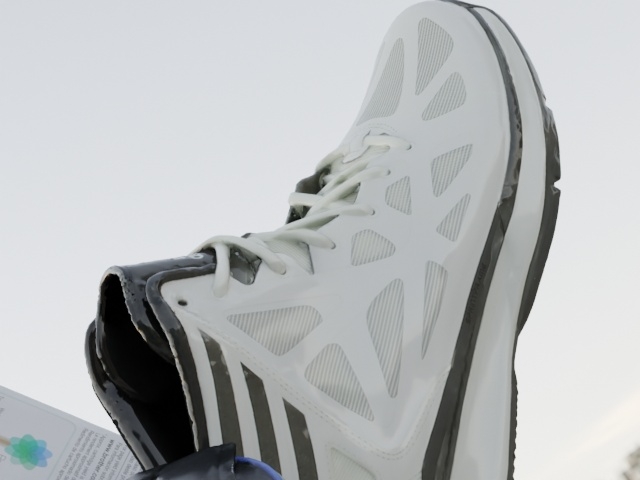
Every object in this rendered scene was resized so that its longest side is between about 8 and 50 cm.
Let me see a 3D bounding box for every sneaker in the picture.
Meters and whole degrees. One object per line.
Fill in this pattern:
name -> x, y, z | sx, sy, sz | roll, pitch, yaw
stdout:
sneaker -> 0.001, 0.000, 1.122 | 0.257, 0.448, 0.169 | 21, -32, -25

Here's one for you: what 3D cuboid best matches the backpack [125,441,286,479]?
backpack -> -0.080, 0.241, 0.906 | 0.276, 0.263, 0.213 | -19, -58, 7

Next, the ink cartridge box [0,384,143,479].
ink cartridge box -> -0.127, 0.283, 1.181 | 0.270, 0.395, 0.151 | -67, -3, -55
